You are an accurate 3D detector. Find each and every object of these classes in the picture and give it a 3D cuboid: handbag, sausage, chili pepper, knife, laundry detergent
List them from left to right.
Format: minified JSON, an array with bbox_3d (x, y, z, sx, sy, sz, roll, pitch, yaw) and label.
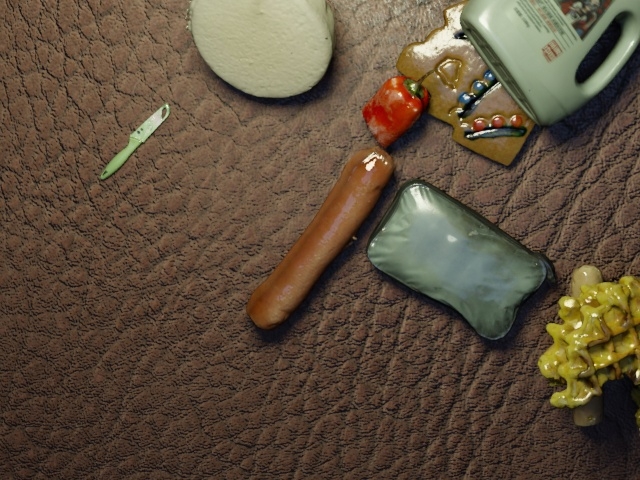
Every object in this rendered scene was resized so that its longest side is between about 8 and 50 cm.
[{"bbox_3d":[-0.364,-0.192,1.732,0.207,0.014,0.030,-42,92,14],"label":"knife"},{"bbox_3d":[0.000,0.000,1.670,0.094,0.094,0.419,27,107,-28],"label":"sausage"},{"bbox_3d":[0.147,-0.247,1.569,0.086,0.084,0.192,29,132,-24],"label":"chili pepper"},{"bbox_3d":[0.256,0.040,1.646,0.332,0.075,0.192,33,102,5],"label":"handbag"},{"bbox_3d":[0.493,0.194,1.637,0.065,0.066,0.301,-3,101,11],"label":"sausage"},{"bbox_3d":[0.454,-0.402,1.470,0.397,0.125,0.264,-39,101,2],"label":"laundry detergent"}]

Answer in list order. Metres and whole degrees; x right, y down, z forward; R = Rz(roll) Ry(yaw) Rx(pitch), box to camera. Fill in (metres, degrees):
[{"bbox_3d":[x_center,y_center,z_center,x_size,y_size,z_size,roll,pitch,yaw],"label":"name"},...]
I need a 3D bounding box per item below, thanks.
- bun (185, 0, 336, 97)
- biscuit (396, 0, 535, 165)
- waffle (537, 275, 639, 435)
[{"bbox_3d":[-0.087,-0.400,1.570,0.263,0.175,0.263,12,141,10],"label":"bun"},{"bbox_3d":[0.297,-0.278,1.580,0.278,0.043,0.302,-21,98,14],"label":"biscuit"},{"bbox_3d":[0.551,0.211,1.548,0.324,0.151,0.261,27,93,-19],"label":"waffle"}]
